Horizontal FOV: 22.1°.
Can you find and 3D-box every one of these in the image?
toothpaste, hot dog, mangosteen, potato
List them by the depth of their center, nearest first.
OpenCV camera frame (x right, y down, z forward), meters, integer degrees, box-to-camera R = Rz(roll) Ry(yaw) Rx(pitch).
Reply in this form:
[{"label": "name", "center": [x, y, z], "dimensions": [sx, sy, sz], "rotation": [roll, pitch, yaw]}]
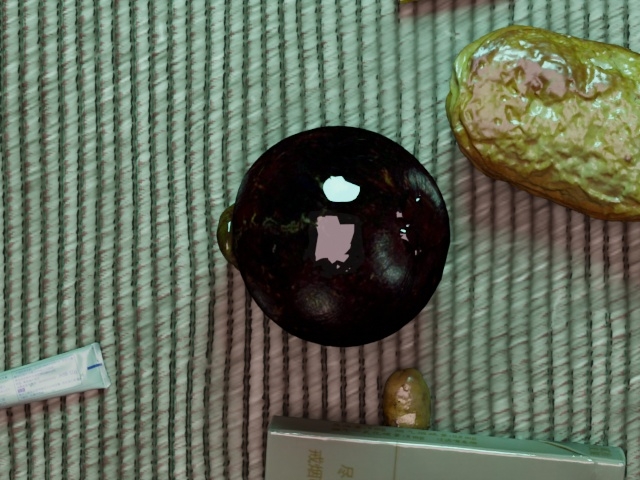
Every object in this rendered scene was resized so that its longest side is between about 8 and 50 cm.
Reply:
[{"label": "mangosteen", "center": [0.000, 0.000, 1.644], "dimensions": [0.265, 0.228, 0.228], "rotation": [-10, 93, 42]}, {"label": "hot dog", "center": [0.253, -0.123, 1.661], "dimensions": [0.259, 0.114, 0.175], "rotation": [21, 99, 4]}, {"label": "potato", "center": [0.091, 0.175, 1.719], "dimensions": [0.051, 0.040, 0.083], "rotation": [-1, 96, -6]}, {"label": "toothpaste", "center": [-0.336, 0.161, 1.752], "dimensions": [0.218, 0.033, 0.052], "rotation": [-15, 96, 1]}]

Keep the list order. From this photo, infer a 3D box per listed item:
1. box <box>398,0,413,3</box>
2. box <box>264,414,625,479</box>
[{"label": "box", "center": [0.122, -0.376, 1.693], "dimensions": [0.129, 0.033, 0.247], "rotation": [-10, 92, 5]}, {"label": "box", "center": [0.122, 0.298, 1.700], "dimensions": [0.365, 0.051, 0.204], "rotation": [5, 105, 4]}]
